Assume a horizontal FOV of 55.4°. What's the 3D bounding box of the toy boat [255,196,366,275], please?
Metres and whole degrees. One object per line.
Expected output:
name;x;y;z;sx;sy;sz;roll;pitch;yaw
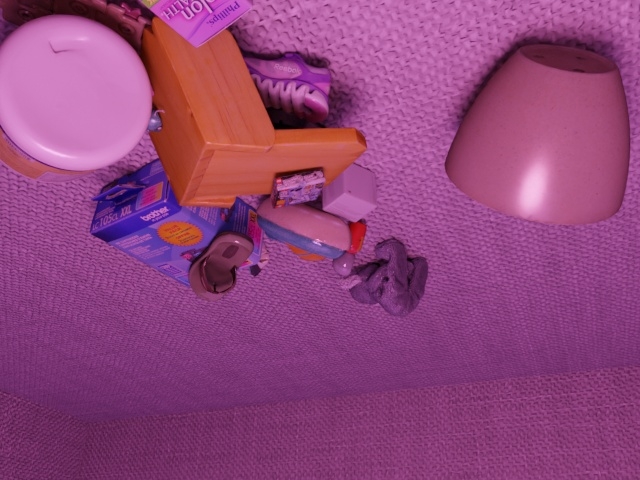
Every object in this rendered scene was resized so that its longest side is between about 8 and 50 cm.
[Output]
toy boat;0.000;0.000;1.520;0.267;0.148;0.318;25;-174;42

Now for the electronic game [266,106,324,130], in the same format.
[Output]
electronic game;-0.087;-0.203;1.341;0.229;0.048;0.229;5;144;3

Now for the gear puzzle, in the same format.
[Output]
gear puzzle;-0.458;-0.404;1.038;0.338;0.044;0.175;20;154;-21

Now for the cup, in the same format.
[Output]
cup;0.411;-0.215;1.104;0.330;0.331;0.237;3;123;-3

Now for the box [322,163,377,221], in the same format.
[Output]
box;0.068;-0.116;1.429;0.101;0.101;0.087;19;144;-30

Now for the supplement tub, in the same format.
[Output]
supplement tub;-0.453;-0.226;1.057;0.241;0.241;0.331;23;168;-31

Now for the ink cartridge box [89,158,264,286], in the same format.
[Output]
ink cartridge box;-0.367;-0.052;1.509;0.269;0.151;0.395;-19;141;30

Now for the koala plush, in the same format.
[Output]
koala plush;0.168;0.130;1.767;0.221;0.203;0.196;-11;148;41

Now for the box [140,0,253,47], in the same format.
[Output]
box;-0.206;-0.431;0.816;0.117;0.214;0.243;-22;142;33

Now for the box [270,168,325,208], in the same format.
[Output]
box;-0.047;-0.099;1.190;0.093;0.027;0.137;-13;171;-11

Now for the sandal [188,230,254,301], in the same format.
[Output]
sandal;-0.252;0.079;1.493;0.120;0.086;0.303;12;146;-19

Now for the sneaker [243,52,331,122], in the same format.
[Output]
sneaker;-0.081;-0.306;1.140;0.236;0.105;0.095;20;161;8

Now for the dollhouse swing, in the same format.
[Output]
dollhouse swing;-0.136;-0.234;1.145;0.304;0.315;0.347;-21;174;-22

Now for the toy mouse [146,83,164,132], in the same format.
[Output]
toy mouse;-0.320;-0.250;1.108;0.031;0.143;0.161;-21;129;-23

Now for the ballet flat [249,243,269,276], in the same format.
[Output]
ballet flat;-0.183;0.041;1.729;0.074;0.074;0.203;-3;146;7
